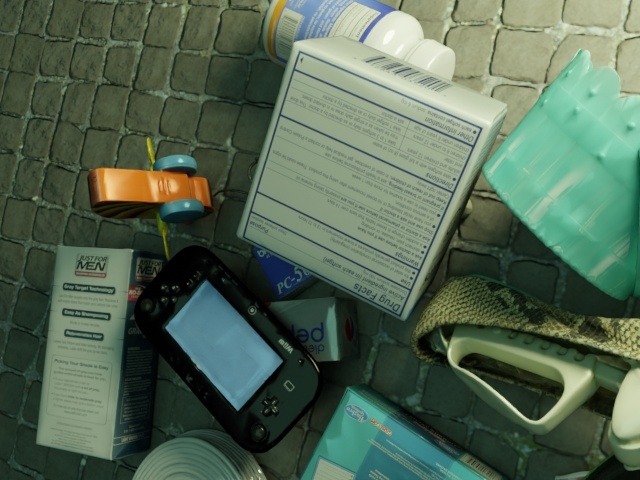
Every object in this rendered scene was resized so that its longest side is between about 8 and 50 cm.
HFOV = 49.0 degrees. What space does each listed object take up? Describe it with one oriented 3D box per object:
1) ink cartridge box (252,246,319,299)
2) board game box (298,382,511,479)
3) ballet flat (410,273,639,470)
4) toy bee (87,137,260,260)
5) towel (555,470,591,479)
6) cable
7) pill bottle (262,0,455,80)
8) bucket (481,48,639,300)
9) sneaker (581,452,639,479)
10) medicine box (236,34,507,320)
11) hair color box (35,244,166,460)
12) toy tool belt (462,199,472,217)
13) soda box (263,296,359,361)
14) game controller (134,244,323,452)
[{"bbox_3d":[0.000,0.000,1.109,0.207,0.046,0.097,-36,70,17],"label":"ink cartridge box"},{"bbox_3d":[0.077,0.418,1.008,0.253,0.079,0.336,30,97,24],"label":"board game box"},{"bbox_3d":[0.312,0.164,0.822,0.482,0.164,0.182,13,45,41],"label":"ballet flat"},{"bbox_3d":[-0.236,-0.057,1.154,0.162,0.298,0.195,-34,43,57],"label":"toy bee"},{"bbox_3d":[0.393,0.394,0.897,0.144,0.029,0.197,-14,78,21],"label":"towel"},{"bbox_3d":[-0.201,0.437,1.119,0.257,0.089,0.257,-36,68,15],"label":"cable"},{"bbox_3d":[0.059,-0.286,1.057,0.272,0.152,0.152,31,97,23],"label":"pill bottle"},{"bbox_3d":[0.346,-0.073,0.845,0.183,0.281,0.281,-49,68,21],"label":"bucket"},{"bbox_3d":[0.299,0.454,0.804,0.185,0.202,0.483,32,95,25],"label":"sneaker"},{"bbox_3d":[0.064,-0.088,0.939,0.263,0.149,0.289,26,116,14],"label":"medicine box"},{"bbox_3d":[-0.379,0.187,1.224,0.173,0.105,0.347,3,86,24],"label":"hair color box"},{"bbox_3d":[0.181,-0.040,1.029,0.083,0.051,0.052,-45,69,13],"label":"toy tool belt"},{"bbox_3d":[-0.087,0.148,1.105,0.286,0.091,0.098,-7,81,23],"label":"soda box"},{"bbox_3d":[-0.140,0.154,1.041,0.319,0.067,0.166,43,103,20],"label":"game controller"}]
